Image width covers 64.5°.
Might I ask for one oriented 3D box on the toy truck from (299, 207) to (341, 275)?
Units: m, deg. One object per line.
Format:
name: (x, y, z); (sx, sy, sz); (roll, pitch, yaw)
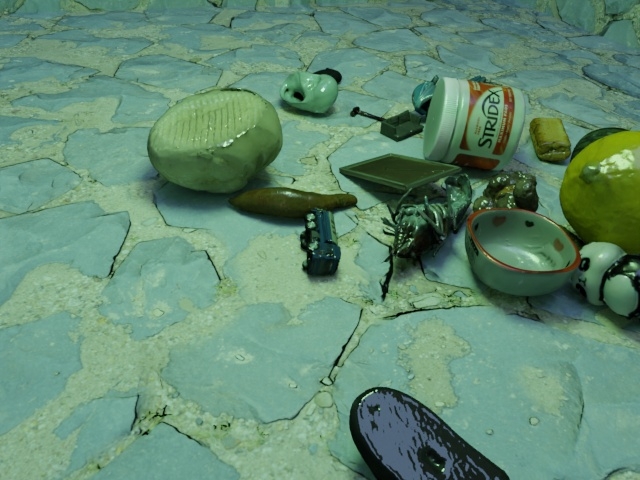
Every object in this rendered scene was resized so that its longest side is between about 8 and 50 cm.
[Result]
toy truck: (0.000, 0.000, 1.209); (0.088, 0.074, 0.201); (8, 37, -11)

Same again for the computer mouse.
computer mouse: (0.156, 0.343, 0.781); (0.270, 0.086, 0.137); (37, 56, 22)

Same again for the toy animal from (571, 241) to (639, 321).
toy animal: (0.643, 0.091, 1.119); (0.138, 0.166, 0.179); (-22, 35, -31)

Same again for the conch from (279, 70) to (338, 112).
conch: (-0.041, -0.525, 1.811); (0.221, 0.121, 0.185); (26, 46, 34)

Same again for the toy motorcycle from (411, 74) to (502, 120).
toy motorcycle: (0.489, -0.514, 1.819); (0.416, 0.172, 0.232); (-32, 56, -31)

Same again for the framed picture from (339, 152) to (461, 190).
framed picture: (0.221, -0.203, 1.454); (0.213, 0.016, 0.289); (-21, 27, -30)

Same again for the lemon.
lemon: (0.753, -0.103, 1.223); (0.336, 0.336, 0.336); (3, 39, -3)

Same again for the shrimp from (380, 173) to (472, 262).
shrimp: (0.273, -0.060, 1.256); (0.221, 0.166, 0.411); (-6, 9, 43)

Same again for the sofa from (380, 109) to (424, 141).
sofa: (0.284, -0.398, 1.741); (0.147, 0.060, 0.085); (-27, 49, -34)

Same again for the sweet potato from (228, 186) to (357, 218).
sweet potato: (-0.062, -0.102, 1.314); (0.346, 0.079, 0.108); (0, 21, -11)

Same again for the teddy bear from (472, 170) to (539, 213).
teddy bear: (0.503, -0.114, 1.365); (0.140, 0.177, 0.190); (45, 32, -24)

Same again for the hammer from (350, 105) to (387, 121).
hammer: (0.193, -0.441, 1.818); (0.178, 0.021, 0.065); (24, 42, 18)

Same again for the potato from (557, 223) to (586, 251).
potato: (0.622, 0.017, 1.273); (0.119, 0.054, 0.198); (2, 39, -9)

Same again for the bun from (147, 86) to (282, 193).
bun: (-0.278, -0.258, 1.388); (0.360, 0.211, 0.359); (-4, 44, 4)

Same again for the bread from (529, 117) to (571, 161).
bread: (0.773, -0.341, 1.711); (0.114, 0.083, 0.211); (7, 38, 10)

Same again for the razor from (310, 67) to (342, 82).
razor: (0.017, -0.645, 2.021); (0.090, 0.054, 0.148); (33, 47, 25)

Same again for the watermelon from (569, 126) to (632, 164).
watermelon: (0.846, -0.226, 1.484); (0.212, 0.212, 0.212); (3, 39, -3)

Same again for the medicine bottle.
medicine bottle: (0.460, -0.352, 1.545); (0.241, 0.252, 0.252); (8, 39, 0)

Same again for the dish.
dish: (0.449, 0.038, 1.172); (0.256, 0.117, 0.256); (3, 38, -2)
